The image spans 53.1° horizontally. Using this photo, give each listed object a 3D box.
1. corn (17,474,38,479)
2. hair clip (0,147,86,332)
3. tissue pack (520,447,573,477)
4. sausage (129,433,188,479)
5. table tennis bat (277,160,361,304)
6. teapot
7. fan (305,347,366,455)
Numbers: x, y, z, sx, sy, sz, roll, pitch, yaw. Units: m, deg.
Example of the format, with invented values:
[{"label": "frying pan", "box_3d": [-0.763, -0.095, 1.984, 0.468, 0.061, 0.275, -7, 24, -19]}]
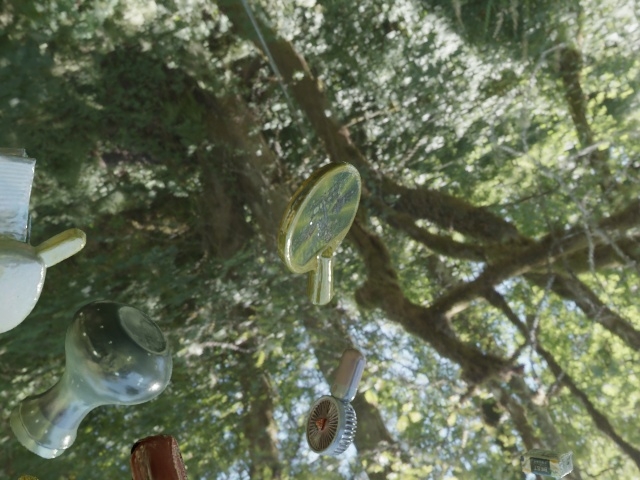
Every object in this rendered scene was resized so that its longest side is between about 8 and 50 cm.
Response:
[{"label": "corn", "box_3d": [-0.799, 0.747, 1.787, 0.081, 0.081, 0.248, -31, -147, -23]}, {"label": "hair clip", "box_3d": [-0.357, 0.005, 0.741, 0.159, 0.219, 0.071, 6, -166, -21]}, {"label": "tissue pack", "box_3d": [0.452, 0.445, 1.280, 0.083, 0.042, 0.062, -8, 174, 42]}, {"label": "sausage", "box_3d": [-0.227, 0.337, 0.901, 0.076, 0.076, 0.141, -27, -129, -1]}, {"label": "table tennis bat", "box_3d": [0.000, 0.000, 1.114, 0.050, 0.321, 0.198, 32, -126, 27]}, {"label": "teapot", "box_3d": [-0.365, 0.222, 1.015, 0.251, 0.183, 0.183, -44, -173, 9]}, {"label": "fan", "box_3d": [0.040, 0.359, 1.434, 0.130, 0.074, 0.244, 9, -101, 60]}]
